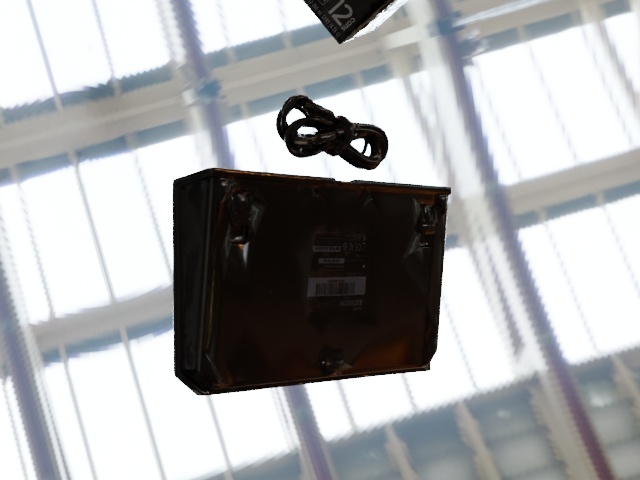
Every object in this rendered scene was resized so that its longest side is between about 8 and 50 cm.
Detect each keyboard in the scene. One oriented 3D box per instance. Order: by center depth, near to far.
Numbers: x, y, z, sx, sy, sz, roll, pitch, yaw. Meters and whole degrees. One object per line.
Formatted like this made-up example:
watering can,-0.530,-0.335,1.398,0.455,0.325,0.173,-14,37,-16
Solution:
keyboard,0.000,0.000,0.671,0.023,0.180,0.108,5,-88,31

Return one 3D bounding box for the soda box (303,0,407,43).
soda box,-0.019,-0.171,0.787,0.053,0.060,0.169,-39,-90,21
